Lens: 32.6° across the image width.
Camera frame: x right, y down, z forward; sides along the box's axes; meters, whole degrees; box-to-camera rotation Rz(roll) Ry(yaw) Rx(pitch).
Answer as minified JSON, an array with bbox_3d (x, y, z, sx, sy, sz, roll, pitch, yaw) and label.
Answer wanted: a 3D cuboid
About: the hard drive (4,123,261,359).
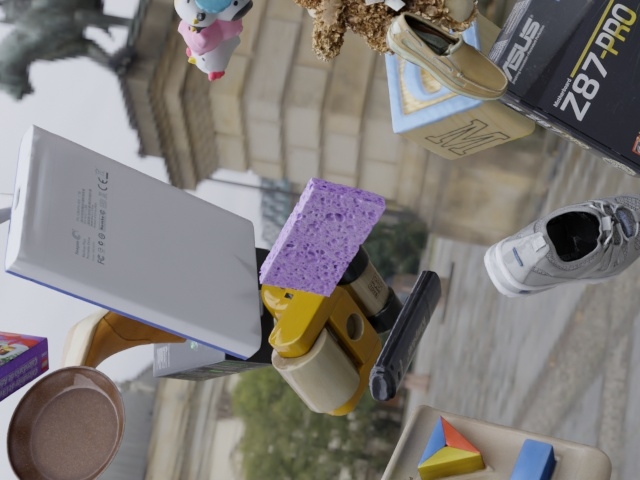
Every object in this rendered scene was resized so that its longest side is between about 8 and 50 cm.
[{"bbox_3d":[-0.216,0.004,1.317,0.040,0.319,0.210,-42,38,34],"label":"hard drive"}]

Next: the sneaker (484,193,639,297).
[{"bbox_3d":[0.342,0.000,1.373,0.105,0.281,0.115,63,146,9],"label":"sneaker"}]

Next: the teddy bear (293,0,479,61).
[{"bbox_3d":[0.088,-0.375,1.766,0.113,0.338,0.245,70,-146,-59],"label":"teddy bear"}]

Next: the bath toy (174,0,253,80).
[{"bbox_3d":[-0.216,-0.430,2.187,0.348,0.151,0.129,118,153,-72],"label":"bath toy"}]

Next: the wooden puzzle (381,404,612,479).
[{"bbox_3d":[0.261,0.422,1.767,0.322,0.348,0.080,-60,-29,-35],"label":"wooden puzzle"}]

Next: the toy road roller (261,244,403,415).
[{"bbox_3d":[-0.014,0.159,2.090,0.202,0.241,0.329,54,-132,-31],"label":"toy road roller"}]

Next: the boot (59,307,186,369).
[{"bbox_3d":[-0.342,0.172,2.001,0.104,0.211,0.295,17,89,56],"label":"boot"}]

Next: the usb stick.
[{"bbox_3d":[0.142,0.151,1.795,0.278,0.045,0.077,-57,-27,-48],"label":"usb stick"}]

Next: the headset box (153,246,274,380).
[{"bbox_3d":[-0.220,0.151,2.282,0.283,0.131,0.246,-20,67,47],"label":"headset box"}]

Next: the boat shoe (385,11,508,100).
[{"bbox_3d":[0.183,-0.257,1.526,0.072,0.190,0.068,133,160,-66],"label":"boat shoe"}]

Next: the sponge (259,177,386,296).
[{"bbox_3d":[0.000,0.000,1.633,0.031,0.117,0.210,-97,28,-44],"label":"sponge"}]

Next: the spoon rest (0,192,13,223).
[{"bbox_3d":[-0.437,-0.033,1.502,0.137,0.276,0.084,-104,31,-72],"label":"spoon rest"}]

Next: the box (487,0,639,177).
[{"bbox_3d":[0.472,-0.343,1.735,0.395,0.318,0.097,-61,9,1],"label":"box"}]

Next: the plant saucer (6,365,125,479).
[{"bbox_3d":[-0.374,0.286,1.636,0.036,0.199,0.198,53,-136,-60],"label":"plant saucer"}]

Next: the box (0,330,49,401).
[{"bbox_3d":[-0.571,0.179,1.581,0.201,0.293,0.057,-39,-47,-68],"label":"box"}]

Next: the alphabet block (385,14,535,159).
[{"bbox_3d":[0.253,-0.278,1.988,0.197,0.193,0.192,19,-118,-51],"label":"alphabet block"}]
